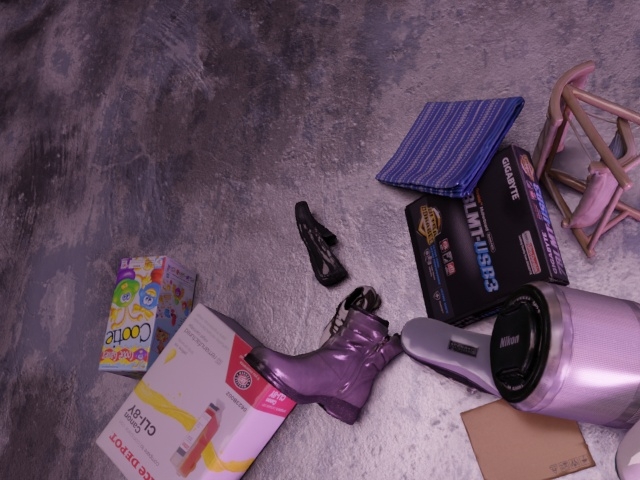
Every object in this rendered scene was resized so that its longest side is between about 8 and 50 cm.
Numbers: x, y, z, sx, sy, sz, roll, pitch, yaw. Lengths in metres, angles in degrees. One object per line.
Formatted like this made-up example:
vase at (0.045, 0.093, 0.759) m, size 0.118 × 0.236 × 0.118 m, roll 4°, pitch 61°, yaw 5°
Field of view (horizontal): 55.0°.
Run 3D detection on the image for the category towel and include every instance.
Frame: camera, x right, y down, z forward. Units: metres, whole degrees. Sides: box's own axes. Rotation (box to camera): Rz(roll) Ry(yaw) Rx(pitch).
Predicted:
towel at (0.268, -0.213, 1.343) m, size 0.243 × 0.040 × 0.336 m, roll -56°, pitch 27°, yaw -7°

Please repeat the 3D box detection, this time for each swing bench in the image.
swing bench at (0.510, -0.152, 1.176) m, size 0.165 × 0.253 × 0.255 m, roll -32°, pitch 60°, yaw -12°

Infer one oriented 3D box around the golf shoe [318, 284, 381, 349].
golf shoe at (0.048, 0.177, 1.349) m, size 0.077 × 0.094 × 0.198 m, roll 31°, pitch 85°, yaw 28°

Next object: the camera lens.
camera lens at (0.447, 0.196, 1.047) m, size 0.274 × 0.219 × 0.220 m, roll 12°, pitch 72°, yaw -8°

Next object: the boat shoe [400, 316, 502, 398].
boat shoe at (0.301, 0.245, 1.205) m, size 0.306 × 0.105 × 0.113 m, roll 14°, pitch 66°, yaw 12°

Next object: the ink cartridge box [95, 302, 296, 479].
ink cartridge box at (-0.261, 0.381, 1.356) m, size 0.279 × 0.160 × 0.385 m, roll 34°, pitch 85°, yaw 30°

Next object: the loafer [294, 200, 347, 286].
loafer at (0.000, 0.000, 1.453) m, size 0.078 × 0.076 × 0.223 m, roll -24°, pitch 67°, yaw 6°

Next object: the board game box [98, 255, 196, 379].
board game box at (-0.418, 0.193, 1.507) m, size 0.141 × 0.144 × 0.276 m, roll -4°, pitch 67°, yaw 22°

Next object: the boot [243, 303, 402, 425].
boot at (0.016, 0.215, 1.221) m, size 0.118 × 0.338 × 0.223 m, roll 30°, pitch 86°, yaw 45°

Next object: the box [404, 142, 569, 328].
box at (0.320, 0.002, 1.244) m, size 0.293 × 0.073 × 0.296 m, roll -33°, pitch 55°, yaw 43°

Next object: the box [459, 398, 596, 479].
box at (0.388, 0.375, 1.167) m, size 0.201 × 0.021 × 0.165 m, roll -24°, pitch 62°, yaw 13°

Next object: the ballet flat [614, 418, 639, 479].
ballet flat at (0.630, 0.294, 0.922) m, size 0.399 × 0.139 × 0.139 m, roll -6°, pitch 61°, yaw -20°
